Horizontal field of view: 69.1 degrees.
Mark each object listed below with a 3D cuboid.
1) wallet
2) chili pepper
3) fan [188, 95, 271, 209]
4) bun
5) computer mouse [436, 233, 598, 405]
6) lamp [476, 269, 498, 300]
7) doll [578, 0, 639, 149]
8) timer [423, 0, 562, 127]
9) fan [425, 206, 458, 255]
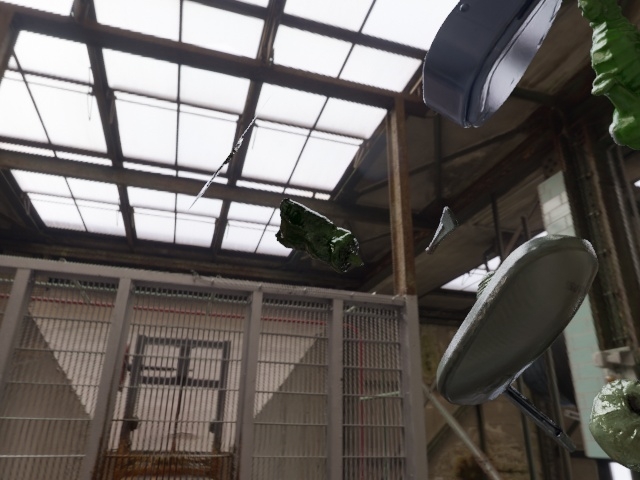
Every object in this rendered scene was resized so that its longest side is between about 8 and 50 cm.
[{"bbox_3d":[0.529,0.430,1.174,0.036,0.222,0.167,-47,-48,0],"label":"wallet"},{"bbox_3d":[0.000,0.000,1.217,0.270,0.136,0.099,30,-159,33],"label":"chili pepper"},{"bbox_3d":[-0.220,-0.204,1.129,0.012,0.414,0.233,36,-134,-14],"label":"fan"},{"bbox_3d":[0.767,0.439,1.113,0.221,0.108,0.221,-4,-128,5],"label":"bun"},{"bbox_3d":[0.310,0.137,0.724,0.197,0.331,0.095,12,-157,-33],"label":"computer mouse"},{"bbox_3d":[0.430,0.154,1.046,0.106,0.106,0.193,-19,-115,-24],"label":"lamp"},{"bbox_3d":[0.270,-0.157,0.417,0.115,0.050,0.190,-7,-102,-44],"label":"doll"},{"bbox_3d":[0.378,-0.443,1.064,0.173,0.395,0.395,35,-119,18],"label":"timer"},{"bbox_3d":[0.314,-0.008,1.218,0.023,0.282,0.057,-23,-111,-6],"label":"fan"}]
